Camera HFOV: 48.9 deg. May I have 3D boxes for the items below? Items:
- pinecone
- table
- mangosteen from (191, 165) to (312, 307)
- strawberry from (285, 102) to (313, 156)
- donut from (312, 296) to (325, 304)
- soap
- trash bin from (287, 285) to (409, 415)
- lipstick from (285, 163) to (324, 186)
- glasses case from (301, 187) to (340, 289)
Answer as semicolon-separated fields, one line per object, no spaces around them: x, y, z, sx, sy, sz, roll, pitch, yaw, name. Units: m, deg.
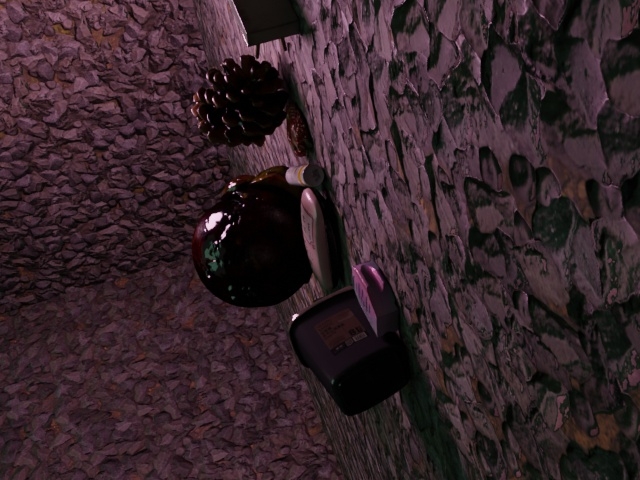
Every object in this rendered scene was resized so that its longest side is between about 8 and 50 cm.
-0.202;-0.371;1.873;0.264;0.264;0.264;163;90;-80;pinecone
-0.143;-0.529;1.609;0.111;0.121;0.240;91;160;-61;table
-0.172;-0.002;2.081;0.381;0.421;0.381;27;158;12;mangosteen
-0.062;-0.280;1.803;0.104;0.048;0.152;104;144;-65;strawberry
0.029;0.239;2.132;0.166;0.065;0.108;-147;40;-73;donut
0.115;0.117;1.499;0.100;0.056;0.149;86;163;-44;soap
0.056;0.236;1.592;0.290;0.209;0.182;50;162;53;trash bin
-0.044;-0.171;1.857;0.264;0.059;0.059;-156;49;-78;lipstick
0.000;0.000;1.854;0.122;0.075;0.314;-122;18;-46;glasses case
